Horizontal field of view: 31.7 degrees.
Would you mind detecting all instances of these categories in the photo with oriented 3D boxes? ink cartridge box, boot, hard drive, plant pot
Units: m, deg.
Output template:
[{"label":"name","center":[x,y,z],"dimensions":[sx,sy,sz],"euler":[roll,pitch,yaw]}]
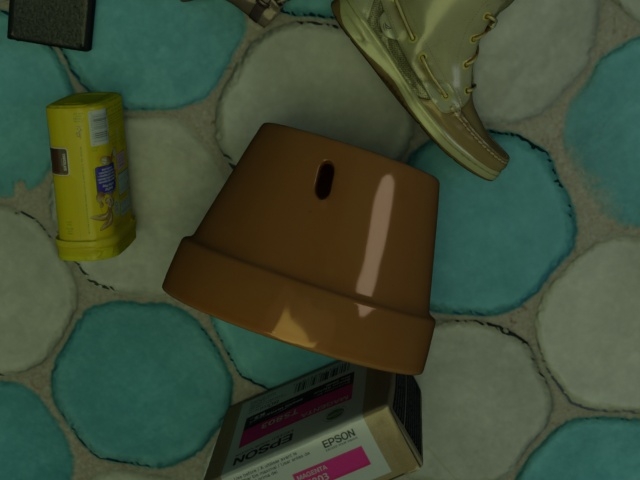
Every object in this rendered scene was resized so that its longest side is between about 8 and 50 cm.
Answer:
[{"label":"ink cartridge box","center":[-0.004,0.225,1.295],"dimensions":[0.235,0.193,0.088],"euler":[-25,103,11]},{"label":"boot","center":[-0.085,-0.269,1.232],"dimensions":[0.118,0.042,0.087],"euler":[-35,103,14]},{"label":"hard drive","center":[-0.297,-0.284,1.255],"dimensions":[0.094,0.022,0.135],"euler":[10,107,2]},{"label":"plant pot","center":[0.000,0.000,1.198],"dimensions":[0.291,0.291,0.203],"euler":[17,91,0]},{"label":"boot","center":[0.166,-0.213,1.202],"dimensions":[0.203,0.095,0.262],"euler":[-39,96,13]}]

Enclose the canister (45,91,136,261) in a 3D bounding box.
[{"label":"canister","center":[-0.256,-0.075,1.263],"dimensions":[0.073,0.126,0.169],"euler":[-1,105,5]}]
